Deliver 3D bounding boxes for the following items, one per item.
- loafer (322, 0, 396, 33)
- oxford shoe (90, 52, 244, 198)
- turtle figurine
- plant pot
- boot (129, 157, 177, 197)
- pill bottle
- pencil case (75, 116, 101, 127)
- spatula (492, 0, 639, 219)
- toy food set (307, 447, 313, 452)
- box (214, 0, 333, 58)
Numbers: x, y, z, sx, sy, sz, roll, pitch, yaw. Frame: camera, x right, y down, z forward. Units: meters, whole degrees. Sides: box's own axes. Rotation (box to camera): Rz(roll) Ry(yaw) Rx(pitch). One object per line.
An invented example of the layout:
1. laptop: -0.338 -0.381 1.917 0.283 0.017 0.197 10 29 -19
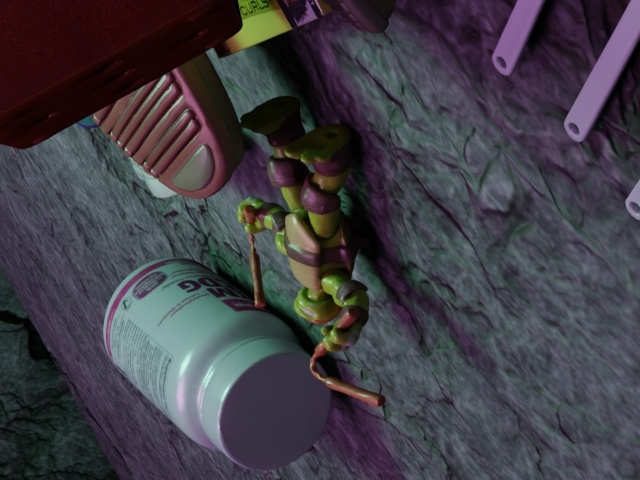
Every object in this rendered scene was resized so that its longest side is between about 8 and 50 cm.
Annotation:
1. loafer: -0.004 -0.243 0.880 0.268 0.092 0.102 60 172 -36
2. oxford shoe: -0.155 -0.222 1.232 0.140 0.147 0.397 -37 80 47
3. turtle figurine: 0.000 0.000 1.242 0.269 0.087 0.217 -127 25 -51
4. plant pot: -0.186 -0.206 0.954 0.235 0.267 0.267 60 180 -1
5. boot: -0.170 -0.142 1.467 0.244 0.088 0.176 22 137 66
6. pill bottle: -0.115 0.133 1.620 0.283 0.160 0.160 31 146 54
7. pencil case: -0.266 -0.198 1.650 0.065 0.070 0.151 14 142 14
8. spatula: 0.162 -0.113 0.777 0.168 0.019 0.242 48 160 14
9. toy food set: -0.036 0.213 1.758 0.078 0.019 0.122 38 152 46
10. box: -0.036 -0.196 1.082 0.087 0.058 0.232 62 161 -11
